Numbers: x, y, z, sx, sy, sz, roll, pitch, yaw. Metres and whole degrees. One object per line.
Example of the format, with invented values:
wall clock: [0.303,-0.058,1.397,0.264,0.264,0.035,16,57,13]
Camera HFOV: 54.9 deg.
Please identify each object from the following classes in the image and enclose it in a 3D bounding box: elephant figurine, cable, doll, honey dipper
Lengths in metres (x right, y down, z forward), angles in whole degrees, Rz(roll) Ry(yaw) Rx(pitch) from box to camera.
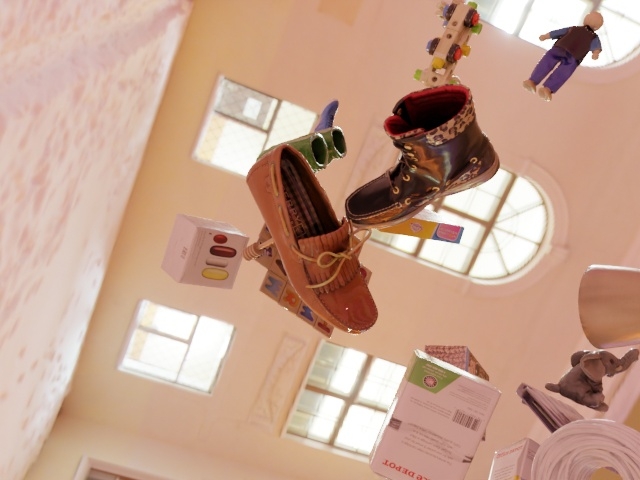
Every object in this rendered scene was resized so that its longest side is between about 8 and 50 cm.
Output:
elephant figurine: [0.894,0.425,2.019,0.169,0.186,0.239,12,-104,59]
cable: [0.509,0.450,1.097,0.257,0.089,0.257,-55,-140,23]
doll: [0.471,-0.363,1.182,0.189,0.046,0.129,-50,-125,4]
honey dipper: [-0.097,0.001,1.259,0.161,0.030,0.030,-26,-142,34]

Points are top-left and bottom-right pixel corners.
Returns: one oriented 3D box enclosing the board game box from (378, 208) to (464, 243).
board game box: [0.292,-0.071,2.102,0.242,0.317,0.064,39,-62,62]

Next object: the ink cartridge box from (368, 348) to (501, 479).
ink cartridge box: [0.200,0.331,1.103,0.092,0.160,0.219,20,95,-86]

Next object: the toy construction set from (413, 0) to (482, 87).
toy construction set: [0.353,-0.513,1.657,0.215,0.151,0.327,28,73,-68]

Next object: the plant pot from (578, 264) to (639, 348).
plant pot: [0.935,0.187,1.775,0.274,0.257,0.256,-10,-122,49]

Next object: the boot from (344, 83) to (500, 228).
boot: [0.194,-0.176,1.354,0.284,0.378,0.138,49,25,-57]

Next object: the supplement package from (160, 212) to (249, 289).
supplement package: [-0.376,0.038,2.004,0.149,0.203,0.194,30,-76,48]

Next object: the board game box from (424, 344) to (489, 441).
board game box: [0.442,0.502,2.015,0.141,0.291,0.231,-4,-121,29]

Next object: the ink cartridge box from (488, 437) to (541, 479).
ink cartridge box: [0.615,0.787,1.927,0.278,0.117,0.201,-61,-179,-35]

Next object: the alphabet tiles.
alphabet tiles: [-0.012,0.060,1.503,0.011,0.343,0.285,-17,-137,48]

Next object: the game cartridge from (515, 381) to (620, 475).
game cartridge: [0.783,0.589,1.940,0.068,0.230,0.355,-57,-169,8]

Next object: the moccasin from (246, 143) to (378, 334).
moccasin: [0.002,-0.001,1.145,0.147,0.139,0.379,-25,-92,57]

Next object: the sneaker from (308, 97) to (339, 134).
sneaker: [0.026,-0.328,1.772,0.084,0.058,0.152,52,-56,30]

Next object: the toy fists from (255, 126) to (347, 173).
toy fists: [-0.041,-0.179,1.345,0.279,0.142,0.096,-44,120,-65]
